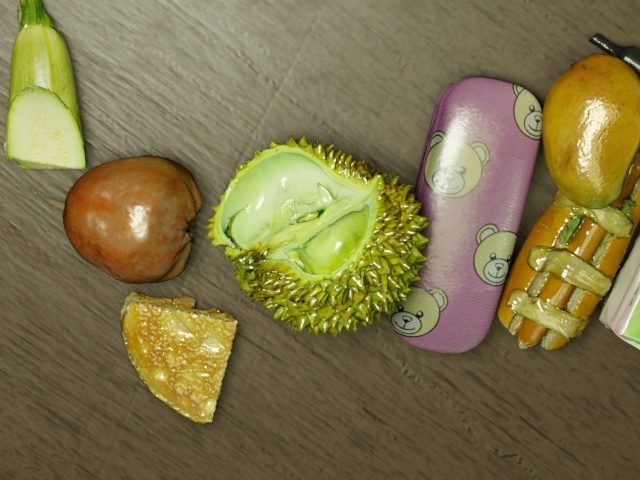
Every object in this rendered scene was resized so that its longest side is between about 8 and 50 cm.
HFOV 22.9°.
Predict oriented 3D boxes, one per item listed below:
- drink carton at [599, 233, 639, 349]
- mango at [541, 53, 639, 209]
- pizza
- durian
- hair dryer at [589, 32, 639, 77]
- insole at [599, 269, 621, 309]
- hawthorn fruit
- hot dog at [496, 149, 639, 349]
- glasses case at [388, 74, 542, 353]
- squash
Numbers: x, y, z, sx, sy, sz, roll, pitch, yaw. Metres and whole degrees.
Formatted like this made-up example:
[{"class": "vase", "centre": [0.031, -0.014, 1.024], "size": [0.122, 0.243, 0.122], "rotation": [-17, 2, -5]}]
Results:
[{"class": "drink carton", "centre": [0.470, 0.083, 1.779], "size": [0.271, 0.108, 0.161], "rotation": [24, 95, -5]}, {"class": "mango", "centre": [0.293, -0.121, 1.713], "size": [0.115, 0.089, 0.165], "rotation": [22, 96, 25]}, {"class": "pizza", "centre": [-0.150, 0.125, 1.811], "size": [0.134, 0.046, 0.175], "rotation": [-21, 103, 5]}, {"class": "durian", "centre": [0.003, 0.001, 1.707], "size": [0.200, 0.237, 0.176], "rotation": [-58, 144, -21]}, {"class": "hair dryer", "centre": [0.396, -0.160, 1.705], "size": [0.248, 0.195, 0.078], "rotation": [33, 83, 13]}, {"class": "insole", "centre": [0.438, 0.110, 1.841], "size": [0.253, 0.005, 0.086], "rotation": [26, 101, -7]}, {"class": "hawthorn fruit", "centre": [-0.218, -0.015, 1.731], "size": [0.189, 0.149, 0.149], "rotation": [-17, 103, 6]}, {"class": "hot dog", "centre": [0.290, 0.007, 1.782], "size": [0.109, 0.072, 0.269], "rotation": [26, 102, -9]}, {"class": "glasses case", "centre": [0.160, -0.027, 1.766], "size": [0.123, 0.076, 0.316], "rotation": [12, 101, -8]}, {"class": "squash", "centre": [-0.307, -0.171, 1.725], "size": [0.090, 0.075, 0.200], "rotation": [0, 103, 26]}]
